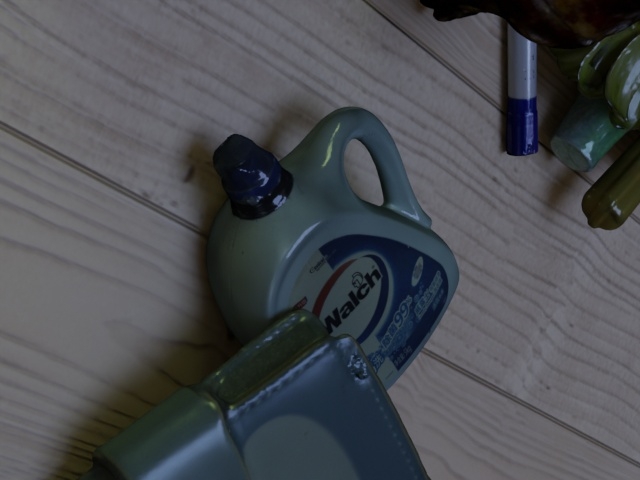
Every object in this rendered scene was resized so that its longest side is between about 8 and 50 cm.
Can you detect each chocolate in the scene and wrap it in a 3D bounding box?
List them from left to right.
[{"bbox_3d":[0.341,-0.189,1.738,0.291,0.110,0.110,-49,135,-21],"label":"chocolate"}]

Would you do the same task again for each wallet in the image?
[{"bbox_3d":[-0.090,0.231,1.328,0.360,0.083,0.252,-37,127,-16],"label":"wallet"}]

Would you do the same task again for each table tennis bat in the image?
[{"bbox_3d":[0.376,-0.121,1.780,0.321,0.050,0.198,-46,171,-32],"label":"table tennis bat"}]

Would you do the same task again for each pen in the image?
[{"bbox_3d":[0.196,-0.212,1.608,0.033,0.033,0.269,-24,119,-44],"label":"pen"}]

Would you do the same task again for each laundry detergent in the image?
[{"bbox_3d":[0.000,0.000,1.387,0.215,0.105,0.280,-50,134,-18],"label":"laundry detergent"}]

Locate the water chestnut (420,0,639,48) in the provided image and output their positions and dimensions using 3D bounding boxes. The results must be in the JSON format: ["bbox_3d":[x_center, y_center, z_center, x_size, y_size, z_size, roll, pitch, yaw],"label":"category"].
[{"bbox_3d":[0.203,-0.296,1.420,0.289,0.289,0.244,-51,164,-26],"label":"water chestnut"}]

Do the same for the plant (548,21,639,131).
[{"bbox_3d":[0.342,-0.242,1.597,0.297,0.261,0.305,-80,156,-68],"label":"plant"}]
